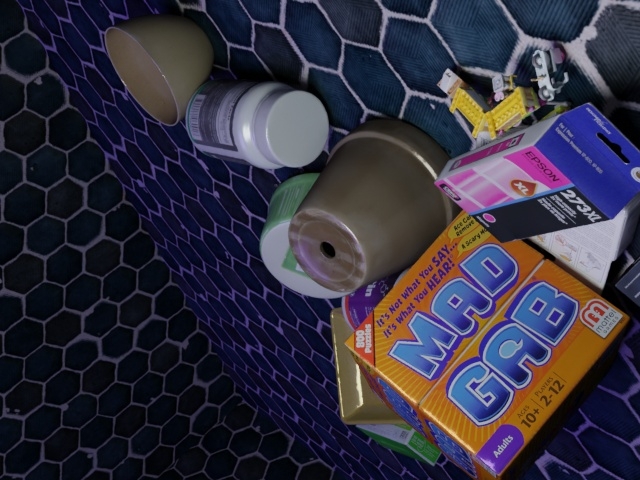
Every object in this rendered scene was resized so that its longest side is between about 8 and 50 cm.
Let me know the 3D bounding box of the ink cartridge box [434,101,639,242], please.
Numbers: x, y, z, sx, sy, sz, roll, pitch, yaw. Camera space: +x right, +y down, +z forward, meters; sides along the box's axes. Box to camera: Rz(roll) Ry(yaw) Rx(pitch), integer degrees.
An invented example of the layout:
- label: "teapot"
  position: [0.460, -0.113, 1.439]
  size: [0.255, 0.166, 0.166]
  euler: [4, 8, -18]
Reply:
- label: "ink cartridge box"
  position: [0.347, -0.093, 1.325]
  size: [0.176, 0.069, 0.371]
  euler: [40, 157, -13]

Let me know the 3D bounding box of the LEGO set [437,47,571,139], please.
- label: "LEGO set"
  position: [0.312, -0.231, 1.385]
  size: [0.287, 0.107, 0.132]
  euler: [-173, 82, -65]

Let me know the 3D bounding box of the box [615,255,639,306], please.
- label: "box"
  position: [0.591, 0.075, 1.289]
  size: [0.207, 0.108, 0.153]
  euler: [43, 156, 14]

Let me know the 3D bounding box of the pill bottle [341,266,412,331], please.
- label: "pill bottle"
  position: [0.202, 0.150, 2.013]
  size: [0.181, 0.181, 0.323]
  euler: [56, 152, -14]

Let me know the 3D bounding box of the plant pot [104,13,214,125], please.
- label: "plant pot"
  position: [-0.383, -0.462, 2.132]
  size: [0.284, 0.191, 0.284]
  euler: [40, 156, 23]

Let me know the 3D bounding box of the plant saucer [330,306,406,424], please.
- label: "plant saucer"
  position: [0.166, 0.334, 2.306]
  size: [0.332, 0.081, 0.333]
  euler: [-17, 76, 53]

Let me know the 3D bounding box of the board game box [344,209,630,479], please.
- label: "board game box"
  position: [0.318, 0.228, 1.612]
  size: [0.356, 0.356, 0.356]
  euler: [38, 169, 24]

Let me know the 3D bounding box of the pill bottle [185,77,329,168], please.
- label: "pill bottle"
  position: [-0.152, -0.277, 1.980]
  size: [0.361, 0.204, 0.204]
  euler: [18, 142, 52]

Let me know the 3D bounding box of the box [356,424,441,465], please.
- label: "box"
  position: [0.257, 0.474, 2.344]
  size: [0.127, 0.231, 0.262]
  euler: [41, 161, -22]

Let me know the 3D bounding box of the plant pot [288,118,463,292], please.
- label: "plant pot"
  position: [0.090, -0.047, 1.696]
  size: [0.323, 0.280, 0.323]
  euler: [24, 132, 29]

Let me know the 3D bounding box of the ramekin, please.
- label: "ramekin"
  position: [0.000, 0.000, 2.014]
  size: [0.303, 0.148, 0.303]
  euler: [11, 135, 11]

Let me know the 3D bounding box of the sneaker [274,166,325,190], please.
- label: "sneaker"
  position: [-0.022, -0.112, 2.135]
  size: [0.276, 0.097, 0.135]
  euler: [4, 128, 58]

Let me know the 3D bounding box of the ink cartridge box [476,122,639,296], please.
- label: "ink cartridge box"
  position: [0.405, -0.058, 1.478]
  size: [0.296, 0.066, 0.261]
  euler: [37, 155, 29]
